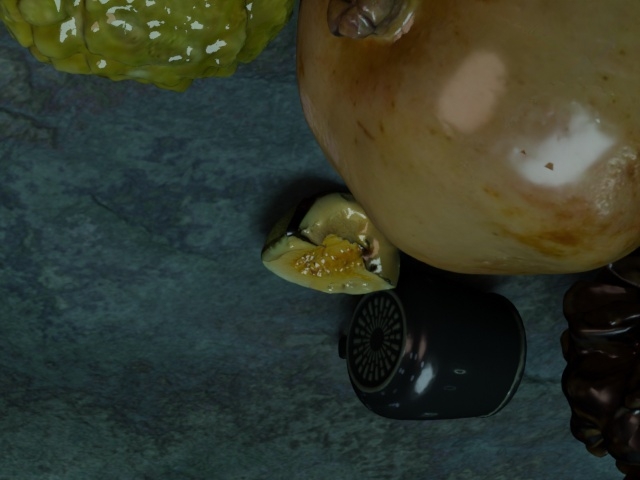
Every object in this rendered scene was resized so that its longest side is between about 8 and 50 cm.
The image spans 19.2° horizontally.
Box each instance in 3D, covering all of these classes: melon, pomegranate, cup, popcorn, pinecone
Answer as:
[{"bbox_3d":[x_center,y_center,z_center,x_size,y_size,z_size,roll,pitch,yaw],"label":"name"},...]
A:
[{"bbox_3d":[0.000,0.000,2.039,0.160,0.079,0.128,25,148,-37],"label":"melon"},{"bbox_3d":[0.162,-0.172,1.569,0.411,0.411,0.411,-6,141,-5],"label":"pomegranate"},{"bbox_3d":[0.118,0.122,2.161,0.176,0.169,0.223,7,173,-31],"label":"cup"},{"bbox_3d":[-0.142,-0.243,1.582,0.270,0.224,0.258,-38,138,2],"label":"popcorn"},{"bbox_3d":[0.448,0.115,2.046,0.397,0.398,0.398,-6,141,-5],"label":"pinecone"}]
